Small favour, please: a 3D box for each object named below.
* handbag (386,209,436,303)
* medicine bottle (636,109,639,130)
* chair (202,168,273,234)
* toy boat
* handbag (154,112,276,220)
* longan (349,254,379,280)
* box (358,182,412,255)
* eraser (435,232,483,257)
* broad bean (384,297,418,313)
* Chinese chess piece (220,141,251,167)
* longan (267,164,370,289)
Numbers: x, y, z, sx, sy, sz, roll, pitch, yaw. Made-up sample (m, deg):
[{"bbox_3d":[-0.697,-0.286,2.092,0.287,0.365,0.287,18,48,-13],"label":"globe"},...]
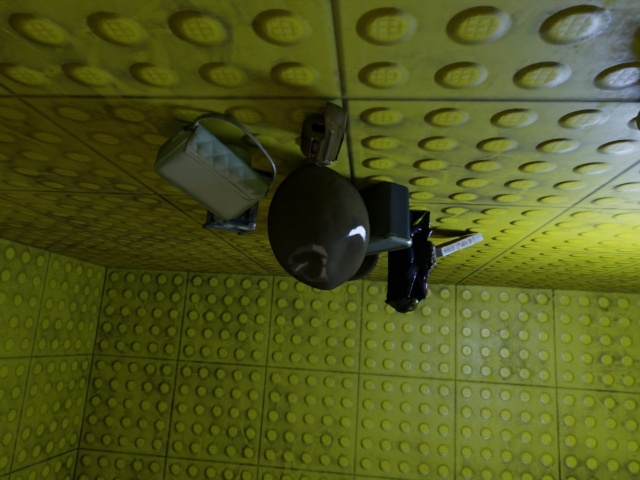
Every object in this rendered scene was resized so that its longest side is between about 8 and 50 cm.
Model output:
[{"bbox_3d":[0.322,0.071,1.698,0.122,0.303,0.329,4,167,-3],"label":"handbag"},{"bbox_3d":[0.629,-0.183,0.824,0.213,0.121,0.122,12,166,-35],"label":"medicine bottle"},{"bbox_3d":[-0.249,-0.107,1.407,0.136,0.147,0.270,10,168,-26],"label":"chair"},{"bbox_3d":[0.003,-0.218,0.982,0.088,0.068,0.226,10,168,-2],"label":"toy boat"},{"bbox_3d":[-0.223,-0.172,1.079,0.219,0.079,0.256,-31,131,24],"label":"handbag"},{"bbox_3d":[0.116,0.063,1.935,0.246,0.215,0.246,19,-164,-6],"label":"longan"},{"bbox_3d":[0.155,-0.057,1.434,0.138,0.178,0.274,12,166,-33],"label":"box"},{"bbox_3d":[0.500,0.027,1.855,0.230,0.038,0.157,-17,178,-31],"label":"eraser"},{"bbox_3d":[0.279,0.217,1.576,0.061,0.046,0.195,30,164,-15],"label":"broad bean"},{"bbox_3d":[-0.245,-0.195,1.187,0.144,0.058,0.144,4,169,1],"label":"Chinese chess piece"},{"bbox_3d":[-0.005,-0.031,1.263,0.289,0.288,0.350,0,129,19],"label":"longan"}]
